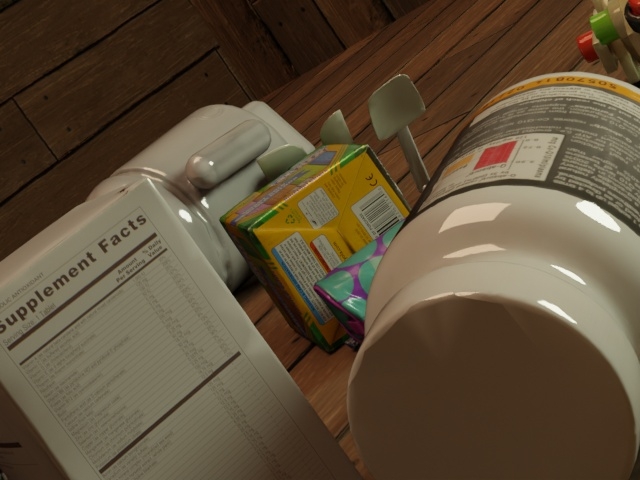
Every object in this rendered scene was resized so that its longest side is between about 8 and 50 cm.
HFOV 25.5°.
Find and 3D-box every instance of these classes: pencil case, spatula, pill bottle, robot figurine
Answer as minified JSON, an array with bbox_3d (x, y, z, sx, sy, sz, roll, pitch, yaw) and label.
[{"bbox_3d":[0.071,0.021,1.158,0.151,0.064,0.070,-36,49,-14],"label":"pencil case"},{"bbox_3d":[0.041,-0.068,1.425,0.168,0.019,0.242,-35,-29,-2],"label":"spatula"},{"bbox_3d":[0.114,0.025,0.739,0.162,0.162,0.278,-29,11,28],"label":"pill bottle"},{"bbox_3d":[-0.152,-0.029,1.698,0.353,0.199,0.300,-43,-11,-41],"label":"robot figurine"}]

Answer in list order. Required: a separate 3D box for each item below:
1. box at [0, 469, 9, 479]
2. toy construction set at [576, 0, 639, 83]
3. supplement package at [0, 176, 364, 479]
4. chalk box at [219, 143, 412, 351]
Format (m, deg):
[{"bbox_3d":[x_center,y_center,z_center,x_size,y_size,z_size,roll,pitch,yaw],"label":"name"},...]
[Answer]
[{"bbox_3d":[-0.317,0.205,1.574,0.175,0.051,0.220,-35,10,1],"label":"box"},{"bbox_3d":[0.355,-0.253,1.267,0.327,0.151,0.215,-37,32,30],"label":"toy construction set"},{"bbox_3d":[-0.099,0.107,0.801,0.139,0.244,0.134,-39,11,-26],"label":"supplement package"},{"bbox_3d":[0.000,0.000,1.290,0.132,0.132,0.213,-36,9,-9],"label":"chalk box"}]
